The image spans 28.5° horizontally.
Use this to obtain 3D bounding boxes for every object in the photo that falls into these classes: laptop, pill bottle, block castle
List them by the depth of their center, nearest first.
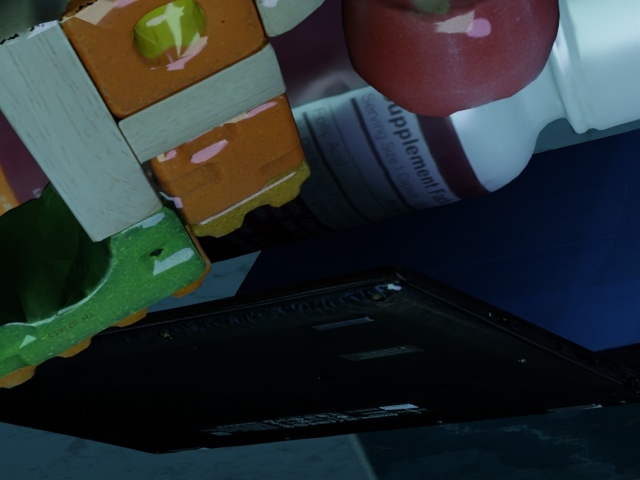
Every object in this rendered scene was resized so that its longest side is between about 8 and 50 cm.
[{"bbox_3d":[-0.159,-0.099,0.496,0.453,0.303,0.213,-27,150,-4],"label":"block castle"},{"bbox_3d":[-0.011,-0.114,0.701,0.392,0.224,0.224,-15,151,14],"label":"pill bottle"},{"bbox_3d":[0.000,0.000,0.803,0.382,0.236,0.408,-13,157,34],"label":"laptop"}]
